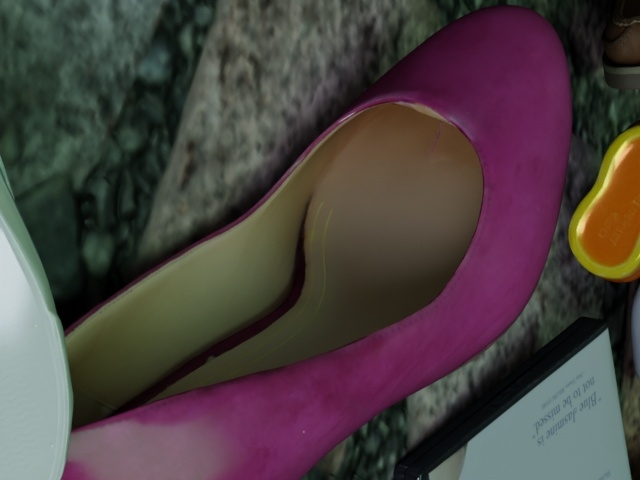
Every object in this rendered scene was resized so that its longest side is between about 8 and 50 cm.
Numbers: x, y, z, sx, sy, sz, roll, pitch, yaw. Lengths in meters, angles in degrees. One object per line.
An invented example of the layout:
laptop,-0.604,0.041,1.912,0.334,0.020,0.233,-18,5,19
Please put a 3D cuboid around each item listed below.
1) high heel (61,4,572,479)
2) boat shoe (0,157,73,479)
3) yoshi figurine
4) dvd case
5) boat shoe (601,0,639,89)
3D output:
high heel,0.000,0.000,0.825,0.377,0.127,0.181,-61,150,-28
boat shoe,-0.133,-0.013,0.658,0.081,0.079,0.227,-87,163,-75
yoshi figurine,0.316,-0.010,1.269,0.362,0.203,0.203,6,82,-60
dvd case,0.124,0.193,1.120,0.180,0.022,0.253,-34,122,-40
boat shoe,0.237,-0.176,1.212,0.307,0.111,0.104,-43,125,-59
